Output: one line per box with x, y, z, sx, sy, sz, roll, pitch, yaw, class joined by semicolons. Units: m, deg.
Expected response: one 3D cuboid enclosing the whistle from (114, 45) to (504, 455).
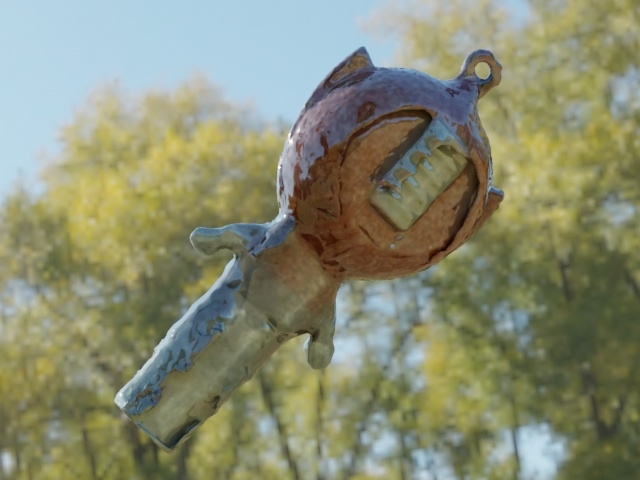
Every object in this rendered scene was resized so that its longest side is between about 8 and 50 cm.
0.000;0.000;1.149;0.346;0.134;0.142;-47;-51;-5;whistle
